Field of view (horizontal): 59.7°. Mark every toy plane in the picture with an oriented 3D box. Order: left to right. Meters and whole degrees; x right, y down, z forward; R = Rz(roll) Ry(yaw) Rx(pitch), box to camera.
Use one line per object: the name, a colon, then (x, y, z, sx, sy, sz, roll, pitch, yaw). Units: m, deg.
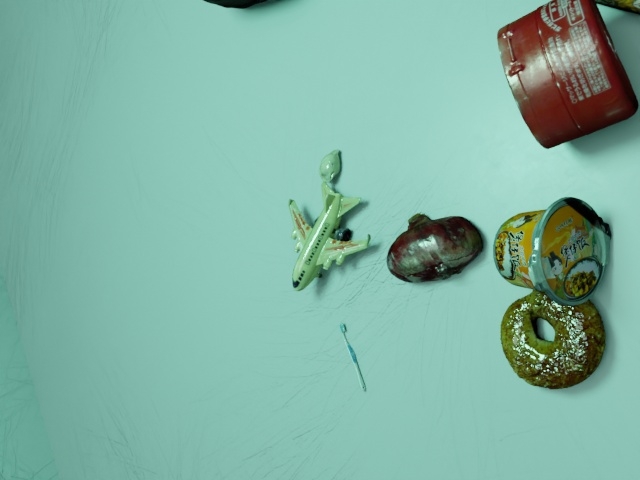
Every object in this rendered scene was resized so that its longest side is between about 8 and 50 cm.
toy plane: (0.000, 0.000, 1.290, 0.242, 0.104, 0.256, 28, 107, 32)

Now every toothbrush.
toothbrush: (0.073, 0.269, 1.293, 0.017, 0.014, 0.162, -36, 68, 53)

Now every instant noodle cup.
instant noodle cup: (0.380, 0.017, 0.954, 0.125, 0.208, 0.178, 2, 96, 60)

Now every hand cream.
hand cream: (0.396, -0.274, 0.895, 0.149, 0.230, 0.230, -24, 76, 35)

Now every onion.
onion: (0.211, 0.012, 1.126, 0.206, 0.098, 0.151, -35, 71, 34)

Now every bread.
bread: (0.409, 0.172, 0.993, 0.193, 0.064, 0.193, -2, 87, 41)

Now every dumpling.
dumpling: (0.018, -0.175, 1.315, 0.059, 0.043, 0.077, 13, 107, 54)

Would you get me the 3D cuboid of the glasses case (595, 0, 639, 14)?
glasses case: (0.472, -0.461, 0.922, 0.321, 0.082, 0.122, 36, 114, 33)

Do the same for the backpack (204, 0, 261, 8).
backpack: (-0.184, -0.804, 1.340, 0.363, 0.255, 0.446, 4, 107, 39)
